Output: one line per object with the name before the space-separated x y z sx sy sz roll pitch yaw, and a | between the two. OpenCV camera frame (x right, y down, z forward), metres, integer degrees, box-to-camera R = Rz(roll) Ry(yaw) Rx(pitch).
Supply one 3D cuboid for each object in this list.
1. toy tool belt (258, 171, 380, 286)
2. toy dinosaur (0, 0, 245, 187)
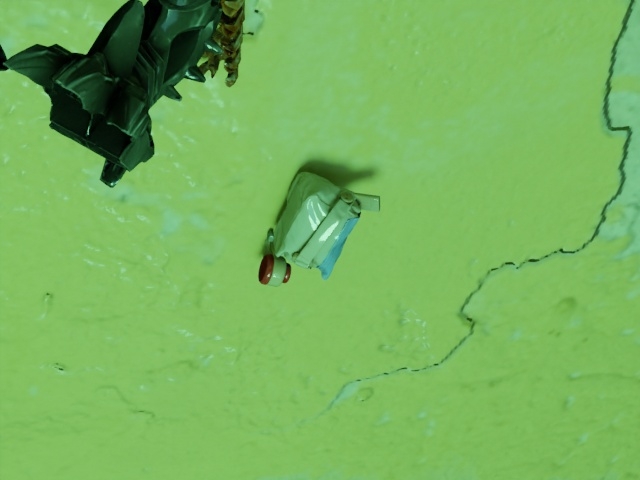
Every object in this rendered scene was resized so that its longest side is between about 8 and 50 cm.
toy tool belt | 0.000 0.000 0.779 0.051 0.052 0.083 14 126 -18
toy dinosaur | -0.075 -0.148 0.536 0.218 0.164 0.322 -60 140 -14
